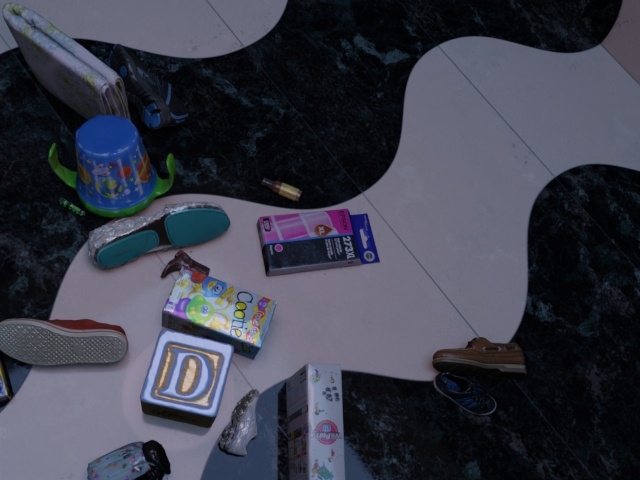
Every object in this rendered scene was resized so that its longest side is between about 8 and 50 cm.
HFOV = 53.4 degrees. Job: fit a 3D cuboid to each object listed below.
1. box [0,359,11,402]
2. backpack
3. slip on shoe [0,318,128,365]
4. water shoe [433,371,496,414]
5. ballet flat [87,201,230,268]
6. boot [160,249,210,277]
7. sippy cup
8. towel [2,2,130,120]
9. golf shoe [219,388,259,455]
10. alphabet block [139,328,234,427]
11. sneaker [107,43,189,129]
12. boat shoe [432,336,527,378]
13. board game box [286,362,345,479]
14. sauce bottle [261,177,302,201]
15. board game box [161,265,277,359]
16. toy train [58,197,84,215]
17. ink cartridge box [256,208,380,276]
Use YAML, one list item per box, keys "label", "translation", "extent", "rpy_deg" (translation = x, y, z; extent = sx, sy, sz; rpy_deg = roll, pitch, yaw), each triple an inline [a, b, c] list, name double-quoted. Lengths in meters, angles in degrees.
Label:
- label: "box"
  translation: [-0.834, 0.327, 1.605]
  extent: [0.059, 0.054, 0.168]
  rpy_deg: [-18, 72, -21]
- label: "backpack"
  translation: [-0.472, 0.560, 1.556]
  extent: [0.182, 0.152, 0.115]
  rpy_deg: [-22, 68, -9]
- label: "slip on shoe"
  translation: [-0.669, 0.255, 1.655]
  extent: [0.332, 0.101, 0.123]
  rpy_deg: [5, 106, -13]
- label: "water shoe"
  translation: [0.428, 0.449, 1.855]
  extent: [0.203, 0.080, 0.072]
  rpy_deg: [24, 64, -3]
- label: "ballet flat"
  translation: [-0.468, -0.043, 1.825]
  extent: [0.409, 0.147, 0.146]
  rpy_deg: [-17, 72, -21]
- label: "boot"
  translation: [-0.386, 0.094, 1.833]
  extent: [0.114, 0.037, 0.106]
  rpy_deg: [36, 65, -2]
- label: "sippy cup"
  translation: [-0.583, -0.221, 1.787]
  extent: [0.306, 0.224, 0.240]
  rpy_deg: [-25, 60, -23]
- label: "towel"
  translation: [-0.717, -0.482, 1.843]
  extent: [0.375, 0.320, 0.090]
  rpy_deg: [36, 69, 3]
- label: "golf shoe"
  translation: [-0.197, 0.487, 1.701]
  extent: [0.086, 0.069, 0.176]
  rpy_deg: [36, 64, -19]
- label: "alphabet block"
  translation: [-0.343, 0.358, 1.636]
  extent: [0.194, 0.197, 0.192]
  rpy_deg: [17, 65, -6]
- label: "sneaker"
  translation: [-0.552, -0.483, 2.018]
  extent: [0.140, 0.125, 0.340]
  rpy_deg: [-18, 67, -50]
- label: "boat shoe"
  translation: [0.468, 0.347, 1.904]
  extent: [0.308, 0.110, 0.104]
  rpy_deg: [11, 61, -20]
- label: "board game box"
  translation: [-0.017, 0.491, 1.646]
  extent: [0.098, 0.224, 0.303]
  rpy_deg: [5, 66, -15]
- label: "sauce bottle"
  translation: [-0.122, -0.164, 2.007]
  extent: [0.128, 0.042, 0.042]
  rpy_deg: [24, 63, -4]
- label: "board game box"
  translation: [-0.279, 0.202, 1.750]
  extent: [0.275, 0.144, 0.142]
  rpy_deg: [22, 63, -5]
- label: "toy train"
  translation: [-0.717, -0.098, 1.838]
  extent: [0.083, 0.023, 0.017]
  rpy_deg: [30, 63, 0]
- label: "ink cartridge box"
  translation: [0.000, 0.000, 1.958]
  extent: [0.371, 0.069, 0.175]
  rpy_deg: [-6, 68, -19]
